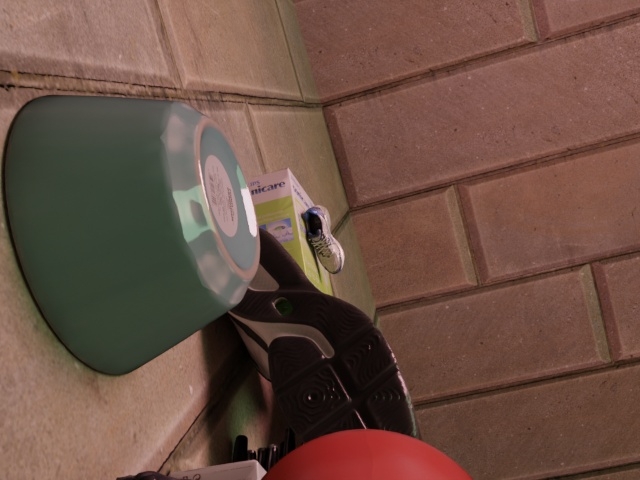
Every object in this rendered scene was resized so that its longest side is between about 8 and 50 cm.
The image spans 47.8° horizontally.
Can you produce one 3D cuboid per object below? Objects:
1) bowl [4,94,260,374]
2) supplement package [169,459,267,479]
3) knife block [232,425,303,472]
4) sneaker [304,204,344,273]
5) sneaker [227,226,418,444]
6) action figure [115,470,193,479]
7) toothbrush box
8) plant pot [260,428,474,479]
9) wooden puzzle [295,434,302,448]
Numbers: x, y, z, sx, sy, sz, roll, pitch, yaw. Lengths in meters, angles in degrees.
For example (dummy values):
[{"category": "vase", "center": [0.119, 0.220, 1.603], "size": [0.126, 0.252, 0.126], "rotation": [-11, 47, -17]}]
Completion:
[{"category": "bowl", "center": [-0.170, -0.025, 0.773], "size": [0.311, 0.163, 0.311], "rotation": [-14, 90, -79]}, {"category": "supplement package", "center": [-0.099, 0.347, 0.784], "size": [0.105, 0.105, 0.179], "rotation": [72, 9, -57]}, {"category": "knife block", "center": [-0.088, 0.379, 0.945], "size": [0.276, 0.242, 0.088], "rotation": [-42, 129, -26]}, {"category": "sneaker", "center": [0.000, 0.000, 1.338], "size": [0.058, 0.052, 0.135], "rotation": [-1, 68, -68]}, {"category": "sneaker", "center": [0.000, 0.189, 1.083], "size": [0.447, 0.169, 0.257], "rotation": [50, -11, 33]}, {"category": "action figure", "center": [-0.138, 0.308, 0.562], "size": [0.275, 0.141, 0.164], "rotation": [-126, -160, -73]}, {"category": "toothbrush box", "center": [-0.065, 0.038, 1.387], "size": [0.206, 0.122, 0.283], "rotation": [53, 23, -65]}, {"category": "plant pot", "center": [0.047, 0.297, 0.583], "size": [0.243, 0.275, 0.274], "rotation": [85, -7, -79]}, {"category": "wooden puzzle", "center": [0.016, 0.272, 1.241], "size": [0.221, 0.044, 0.238], "rotation": [-121, -131, -71]}]
